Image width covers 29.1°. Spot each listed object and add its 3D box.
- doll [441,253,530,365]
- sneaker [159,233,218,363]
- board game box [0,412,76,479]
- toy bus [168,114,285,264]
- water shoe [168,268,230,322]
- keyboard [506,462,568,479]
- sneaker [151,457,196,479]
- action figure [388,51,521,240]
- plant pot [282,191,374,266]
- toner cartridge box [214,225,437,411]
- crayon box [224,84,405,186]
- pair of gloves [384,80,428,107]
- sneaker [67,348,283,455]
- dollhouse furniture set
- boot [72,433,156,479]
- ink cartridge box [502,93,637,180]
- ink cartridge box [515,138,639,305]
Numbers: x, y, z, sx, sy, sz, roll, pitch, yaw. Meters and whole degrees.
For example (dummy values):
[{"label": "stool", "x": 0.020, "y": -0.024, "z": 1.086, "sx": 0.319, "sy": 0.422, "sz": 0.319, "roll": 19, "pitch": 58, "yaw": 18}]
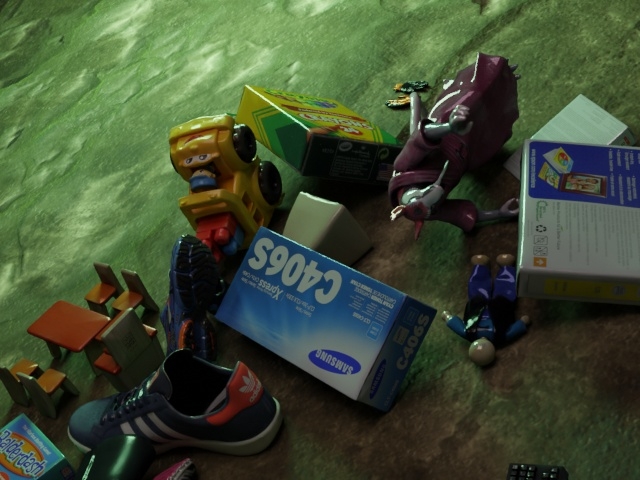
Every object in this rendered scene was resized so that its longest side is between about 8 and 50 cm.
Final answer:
[{"label": "doll", "x": 0.237, "y": 0.103, "z": 1.769, "sx": 0.129, "sy": 0.046, "sz": 0.189, "roll": -2, "pitch": 46, "yaw": 15}, {"label": "sneaker", "x": -0.217, "y": 0.100, "z": 1.938, "sx": 0.087, "sy": 0.083, "sz": 0.221, "roll": -8, "pitch": 78, "yaw": 47}, {"label": "board game box", "x": -0.491, "y": 0.370, "z": 1.853, "sx": 0.210, "sy": 0.047, "sz": 0.160, "roll": -38, "pitch": 37, "yaw": -20}, {"label": "toy bus", "x": -0.177, "y": -0.072, "z": 2.105, "sx": 0.149, "sy": 0.220, "sz": 0.211, "roll": -10, "pitch": 44, "yaw": 24}, {"label": "water shoe", "x": -0.197, "y": 0.064, "z": 2.048, "sx": 0.073, "sy": 0.080, "sz": 0.203, "roll": -37, "pitch": 37, "yaw": -19}, {"label": "keyboard", "x": 0.232, "y": 0.342, "z": 1.483, "sx": 0.108, "sy": 0.023, "sz": 0.180, "roll": -5, "pitch": 39, "yaw": 26}, {"label": "sneaker", "x": -0.199, "y": 0.361, "z": 1.686, "sx": 0.063, "sy": 0.074, "sz": 0.170, "roll": -34, "pitch": 9, "yaw": 17}, {"label": "action figure", "x": 0.182, "y": -0.145, "z": 1.954, "sx": 0.276, "sy": 0.248, "sz": 0.370, "roll": 5, "pitch": 41, "yaw": 36}, {"label": "plant pot", "x": 0.000, "y": 0.000, "z": 2.001, "sx": 0.109, "sy": 0.109, "sz": 0.096, "roll": 19, "pitch": 66, "yaw": 45}, {"label": "toner cartridge box", "x": -0.001, "y": 0.108, "z": 1.821, "sx": 0.348, "sy": 0.075, "sz": 0.165, "roll": 24, "pitch": 88, "yaw": 47}, {"label": "crayon box", "x": -0.016, "y": -0.196, "z": 2.188, "sx": 0.202, "sy": 0.081, "sz": 0.318, "roll": 5, "pitch": 20, "yaw": -33}, {"label": "pair of gloves", "x": 0.164, "y": -0.278, "z": 2.341, "sx": 0.074, "sy": 0.010, "sz": 0.083, "roll": -2, "pitch": 38, "yaw": 30}, {"label": "sneaker", "x": -0.232, "y": 0.229, "z": 1.795, "sx": 0.350, "sy": 0.148, "sz": 0.131, "roll": -8, "pitch": 38, "yaw": 22}, {"label": "dollhouse furniture set", "x": -0.374, "y": 0.151, "z": 1.993, "sx": 0.259, "sy": 0.135, "sz": 0.262, "roll": 13, "pitch": 50, "yaw": 41}, {"label": "boot", "x": -0.341, "y": 0.388, "z": 1.709, "sx": 0.246, "sy": 0.094, "sz": 0.207, "roll": -37, "pitch": 14, "yaw": 18}, {"label": "ink cartridge box", "x": 0.405, "y": -0.143, "z": 2.013, "sx": 0.179, "sy": 0.045, "sz": 0.145, "roll": -44, "pitch": 36, "yaw": 4}, {"label": "ink cartridge box", "x": 0.440, "y": -0.028, "z": 1.777, "sx": 0.307, "sy": 0.072, "sz": 0.303, "roll": 6, "pitch": 40, "yaw": 6}]
